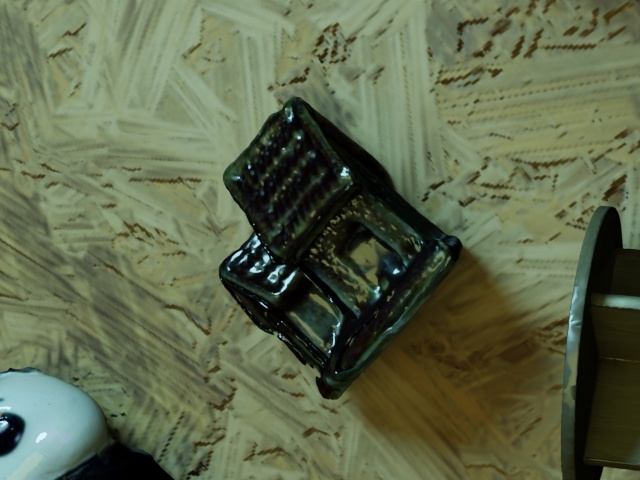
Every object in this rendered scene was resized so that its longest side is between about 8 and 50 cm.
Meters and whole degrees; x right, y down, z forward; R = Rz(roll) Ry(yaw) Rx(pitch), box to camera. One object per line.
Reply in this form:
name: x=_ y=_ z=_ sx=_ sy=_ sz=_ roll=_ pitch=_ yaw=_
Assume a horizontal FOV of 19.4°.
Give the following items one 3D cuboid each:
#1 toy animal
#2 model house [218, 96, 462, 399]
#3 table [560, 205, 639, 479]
toy animal: x=-0.189 y=0.183 z=1.268 sx=0.179 sy=0.138 sz=0.166 roll=43 pitch=103 yaw=4
model house: x=-0.004 y=0.005 z=1.139 sx=0.152 sy=0.106 sz=0.165 roll=44 pitch=115 yaw=7
table: x=0.256 y=0.072 z=1.011 sx=0.226 sy=0.167 sz=0.167 roll=5 pitch=107 yaw=17
